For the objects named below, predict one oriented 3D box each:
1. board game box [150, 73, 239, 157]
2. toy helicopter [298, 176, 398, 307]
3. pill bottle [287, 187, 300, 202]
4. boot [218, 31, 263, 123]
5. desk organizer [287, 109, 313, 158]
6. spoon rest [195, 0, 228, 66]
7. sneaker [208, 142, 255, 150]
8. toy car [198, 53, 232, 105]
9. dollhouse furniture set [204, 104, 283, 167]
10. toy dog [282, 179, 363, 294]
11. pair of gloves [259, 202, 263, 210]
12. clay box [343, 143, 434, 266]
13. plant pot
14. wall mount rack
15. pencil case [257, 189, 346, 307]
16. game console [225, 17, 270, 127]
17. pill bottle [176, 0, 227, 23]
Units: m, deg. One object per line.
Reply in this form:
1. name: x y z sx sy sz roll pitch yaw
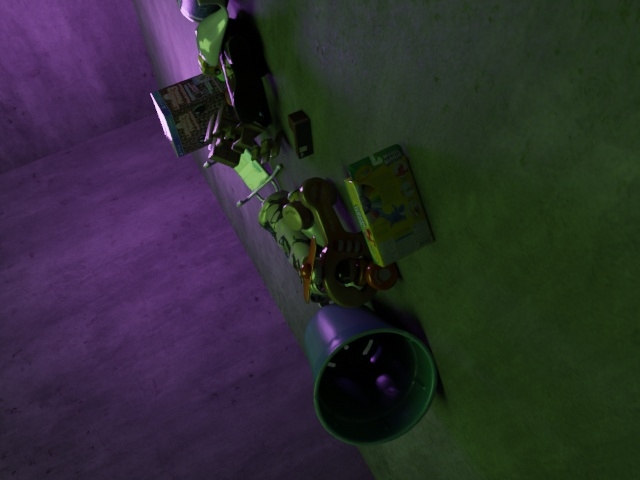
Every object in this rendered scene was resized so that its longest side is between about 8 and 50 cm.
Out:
1. board game box: -0.467 -0.494 2.130 0.141 0.291 0.232 56 164 27
2. toy helicopter: 0.027 0.011 1.421 0.355 0.235 0.140 66 165 -7
3. pill bottle: -0.054 -0.113 1.815 0.116 0.065 0.065 56 163 25
4. boot: -0.279 -0.510 1.689 0.280 0.096 0.264 42 154 55
5. desk organizer: -0.056 -0.297 1.552 0.050 0.047 0.130 56 163 34
6. spoon rest: -0.299 -0.588 1.521 0.276 0.084 0.137 128 128 -73
7. sneaker: -0.328 -0.363 2.293 0.296 0.104 0.147 13 162 46
8. toy car: -0.338 -0.562 1.900 0.239 0.053 0.225 49 -164 -28
9. dollhouse furniture set: -0.263 -0.357 1.804 0.242 0.212 0.161 -17 59 56
10. toy dog: 0.000 0.000 1.592 0.161 0.220 0.333 -21 80 59
11. pair of gloves: -0.230 -0.087 2.541 0.198 0.023 0.159 66 163 -12
12. clay box: 0.136 -0.073 1.121 0.222 0.127 0.053 69 165 -15
13. plant pot: 0.108 0.343 1.590 0.334 0.341 0.341 -133 21 -69
14. wall mount rack: -0.276 -0.293 2.087 0.350 0.130 0.304 50 126 -3
15. pencil case: -0.058 0.027 1.871 0.410 0.160 0.183 55 146 28
16. game console: -0.218 -0.514 1.740 0.213 0.044 0.361 50 161 42
17. pill bottle: -0.318 -0.718 1.521 0.153 0.153 0.265 65 165 -6
